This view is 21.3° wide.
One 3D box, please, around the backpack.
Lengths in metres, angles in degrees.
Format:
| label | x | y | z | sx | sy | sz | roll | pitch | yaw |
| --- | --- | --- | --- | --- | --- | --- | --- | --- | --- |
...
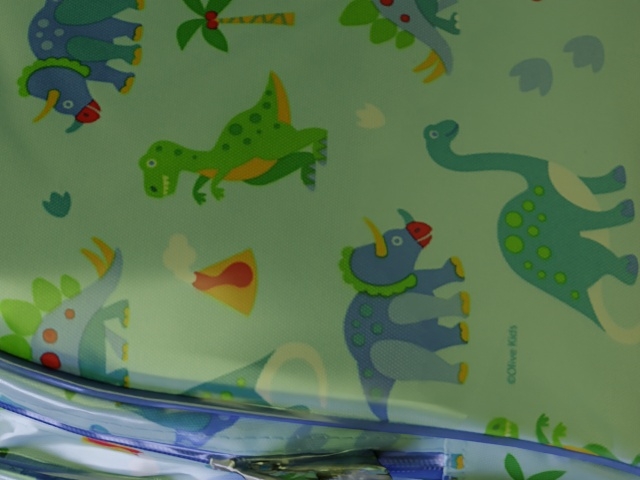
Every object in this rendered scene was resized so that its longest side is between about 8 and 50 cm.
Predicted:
| label | x | y | z | sx | sy | sz | roll | pitch | yaw |
| --- | --- | --- | --- | --- | --- | --- | --- | --- | --- |
| backpack | 0.000 | 0.000 | 0.622 | 0.355 | 0.273 | 0.290 | -2 | 68 | 17 |
